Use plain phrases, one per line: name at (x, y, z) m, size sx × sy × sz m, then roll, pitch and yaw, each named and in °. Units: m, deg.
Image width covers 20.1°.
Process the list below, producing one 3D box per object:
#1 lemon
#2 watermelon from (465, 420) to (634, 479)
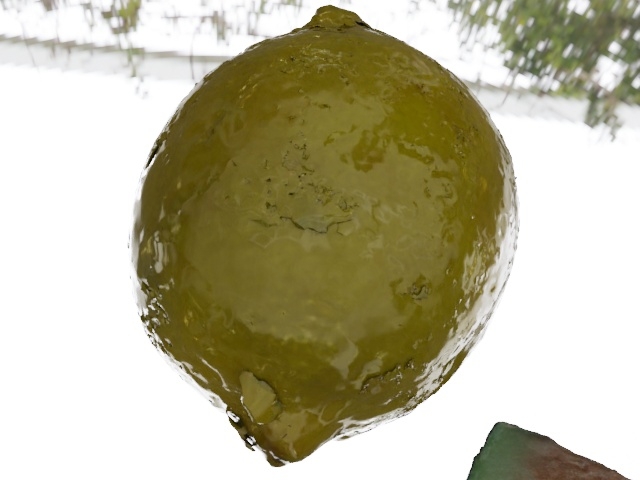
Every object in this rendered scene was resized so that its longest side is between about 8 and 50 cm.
lemon at (0.000, 0.000, 0.792) m, size 0.173 × 0.173 × 0.206 m, roll 13°, pitch -120°, yaw 0°
watermelon at (0.206, 0.241, 1.178) m, size 0.257 × 0.139 × 0.193 m, roll 11°, pitch -134°, yaw 16°
